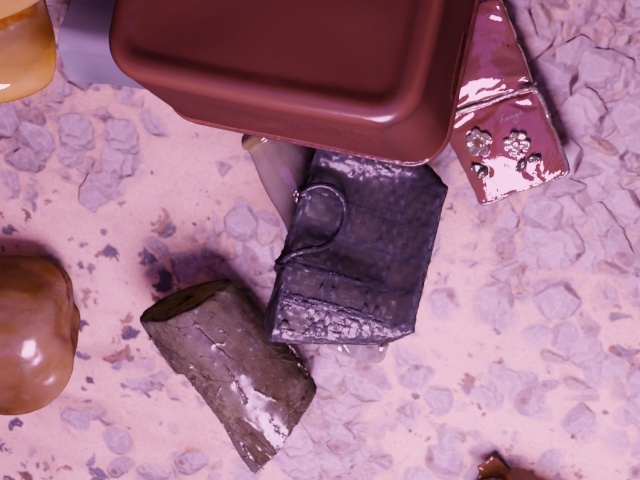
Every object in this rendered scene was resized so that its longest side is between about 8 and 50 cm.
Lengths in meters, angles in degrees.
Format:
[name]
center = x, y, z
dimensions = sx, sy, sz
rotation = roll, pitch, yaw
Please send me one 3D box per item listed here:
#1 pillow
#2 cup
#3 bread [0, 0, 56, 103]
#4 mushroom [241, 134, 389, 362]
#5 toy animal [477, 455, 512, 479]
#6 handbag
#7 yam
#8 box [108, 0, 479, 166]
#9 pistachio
[pillow]
center = 0.191, -0.160, 1.273
dimensions = 0.126, 0.043, 0.233
rotation = -22, 103, 21
[cup]
center = -0.238, -0.228, 1.333
dimensions = 0.129, 0.095, 0.128
rotation = 11, 151, 8
[bread]
center = -0.491, -0.321, 1.284
dimensions = 0.424, 0.329, 0.245
rotation = 17, 149, 21
[mushroom]
center = 0.002, -0.002, 1.362
dimensions = 0.109, 0.097, 0.351
rotation = -20, 103, -2
[toy animal]
center = 0.259, 0.364, 1.404
dimensions = 0.188, 0.179, 0.089
rotation = 7, 118, -17
[handbag]
center = 0.041, 0.003, 1.289
dimensions = 0.175, 0.088, 0.270
rotation = 15, 87, -15
[yam]
center = -0.107, 0.165, 1.432
dimensions = 0.154, 0.154, 0.254
rotation = -31, 97, 24
[box]
center = -0.021, -0.232, 1.152
dimensions = 0.339, 0.229, 0.239
rotation = 12, 89, 11
[pistachio]
center = -0.451, 0.125, 1.497
dimensions = 0.260, 0.163, 0.213
rotation = 2, 79, 16
